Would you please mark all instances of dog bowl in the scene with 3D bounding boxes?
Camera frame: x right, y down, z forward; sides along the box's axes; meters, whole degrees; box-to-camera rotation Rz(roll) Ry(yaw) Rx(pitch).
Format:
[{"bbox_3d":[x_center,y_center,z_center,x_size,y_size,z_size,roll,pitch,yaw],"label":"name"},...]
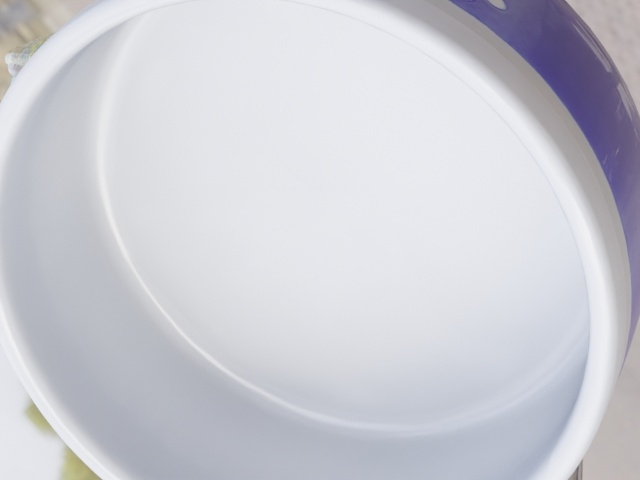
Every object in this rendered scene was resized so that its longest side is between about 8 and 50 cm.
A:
[{"bbox_3d":[0.000,0.000,0.797,0.265,0.265,0.104,49,-147,-9],"label":"dog bowl"}]

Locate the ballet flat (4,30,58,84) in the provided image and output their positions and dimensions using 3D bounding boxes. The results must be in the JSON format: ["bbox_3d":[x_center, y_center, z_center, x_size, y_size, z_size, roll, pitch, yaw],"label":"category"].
[{"bbox_3d":[-0.024,-0.095,1.226,0.348,0.123,0.123,19,169,13],"label":"ballet flat"}]

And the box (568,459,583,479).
[{"bbox_3d":[0.062,0.269,1.063,0.121,0.148,0.311,-68,-19,-63],"label":"box"}]
